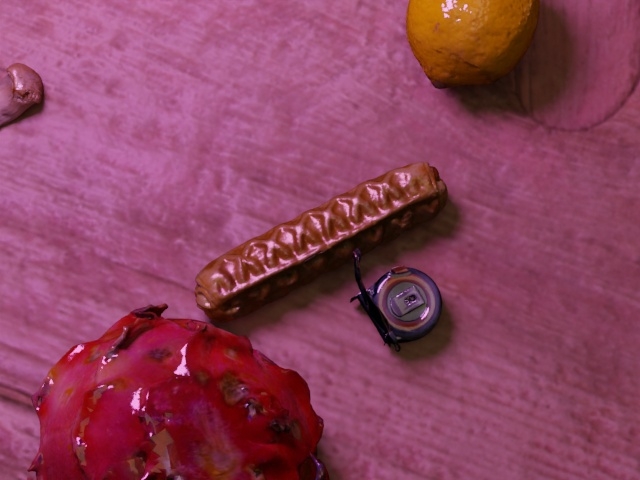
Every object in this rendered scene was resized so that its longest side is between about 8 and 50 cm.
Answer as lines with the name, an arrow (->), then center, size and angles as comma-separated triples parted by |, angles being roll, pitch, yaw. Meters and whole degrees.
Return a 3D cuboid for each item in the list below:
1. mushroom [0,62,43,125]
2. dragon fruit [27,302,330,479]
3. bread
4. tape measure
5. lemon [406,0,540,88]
mushroom -> -0.462, -0.165, 1.946 | 0.202, 0.054, 0.059 | -33, 83, -3
dragon fruit -> -0.175, 0.257, 1.785 | 0.371, 0.249, 0.386 | -16, 82, -10
bread -> 0.001, 0.001, 1.916 | 0.368, 0.084, 0.077 | -27, 41, -5
tape measure -> 0.102, 0.066, 1.864 | 0.107, 0.180, 0.104 | -32, 66, -7
lemon -> 0.204, -0.300, 1.938 | 0.180, 0.180, 0.193 | 41, 59, 6
